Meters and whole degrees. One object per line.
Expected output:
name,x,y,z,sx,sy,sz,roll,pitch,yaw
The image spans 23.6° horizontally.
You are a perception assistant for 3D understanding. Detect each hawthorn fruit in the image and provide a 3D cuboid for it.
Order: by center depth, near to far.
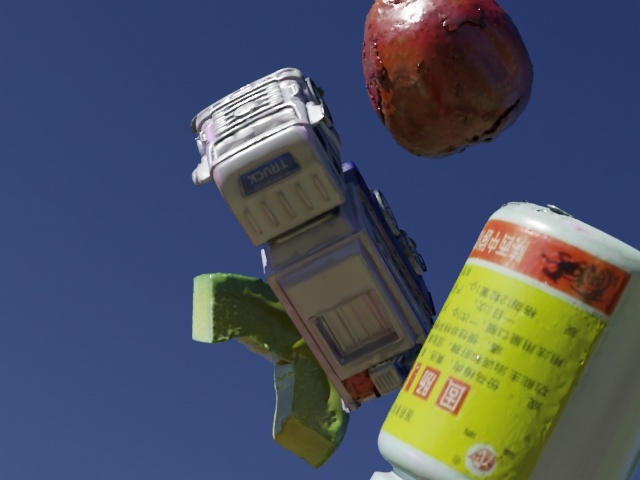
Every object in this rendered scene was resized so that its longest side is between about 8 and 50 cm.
hawthorn fruit,0.113,-0.201,1.607,0.181,0.181,0.235,-32,-92,51

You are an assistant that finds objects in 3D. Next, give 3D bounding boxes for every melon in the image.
melon,-0.044,0.112,1.473,0.209,0.118,0.064,40,-33,-11

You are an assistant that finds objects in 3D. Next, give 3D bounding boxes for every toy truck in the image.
toy truck,0.000,0.000,1.304,0.124,0.155,0.268,-27,-59,9

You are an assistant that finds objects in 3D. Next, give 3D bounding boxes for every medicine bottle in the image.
medicine bottle,0.113,0.104,0.869,0.139,0.225,0.139,27,-4,2
